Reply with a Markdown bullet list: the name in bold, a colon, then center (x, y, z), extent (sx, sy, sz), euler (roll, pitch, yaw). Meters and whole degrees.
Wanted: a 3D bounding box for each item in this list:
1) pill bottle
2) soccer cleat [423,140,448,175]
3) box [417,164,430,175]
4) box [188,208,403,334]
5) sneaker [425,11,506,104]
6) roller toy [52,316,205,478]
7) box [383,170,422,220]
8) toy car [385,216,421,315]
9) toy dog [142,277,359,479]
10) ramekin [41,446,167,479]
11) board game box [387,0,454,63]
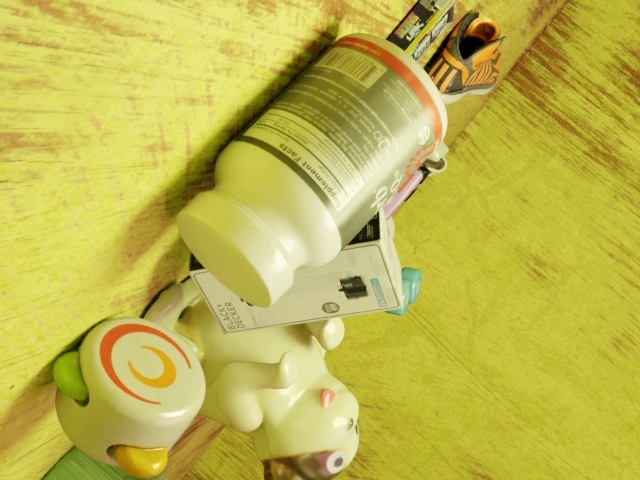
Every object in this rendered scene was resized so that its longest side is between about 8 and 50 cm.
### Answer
- **pill bottle**: center (-0.012, -0.095, 1.383), extent (0.363, 0.210, 0.210), euler (-47, 172, -21)
- **soccer cleat**: center (0.245, -0.202, 2.566), extent (0.116, 0.143, 0.331), euler (-49, 172, -8)
- **box**: center (0.102, -0.153, 1.855), extent (0.077, 0.180, 0.147), euler (-51, 172, 10)
- **box**: center (-0.033, 0.043, 1.528), extent (0.169, 0.290, 0.087), euler (69, 16, -47)
- **sneaker**: center (0.351, -0.413, 2.230), extent (0.321, 0.124, 0.180), euler (-40, 168, -52)
- **roller toy**: center (-0.274, 0.223, 1.467), extent (0.146, 0.209, 0.191), euler (-54, 177, 32)
- **box**: center (-0.003, -0.056, 1.654), extent (0.293, 0.201, 0.057), euler (-50, 172, 2)
- **toy car**: center (0.092, 0.003, 2.025), extent (0.210, 0.219, 0.238), euler (-28, 129, -71)
- **toy dog**: center (-0.112, 0.258, 1.763), extent (0.395, 0.408, 0.284), euler (-55, 170, 34)
- **ramekin**: center (-0.455, 0.508, 1.991), extent (0.303, 0.148, 0.303), euler (-49, 172, -9)
- **board game box**: center (0.159, -0.345, 1.757), extent (0.170, 0.048, 0.141), euler (-50, 174, 0)
